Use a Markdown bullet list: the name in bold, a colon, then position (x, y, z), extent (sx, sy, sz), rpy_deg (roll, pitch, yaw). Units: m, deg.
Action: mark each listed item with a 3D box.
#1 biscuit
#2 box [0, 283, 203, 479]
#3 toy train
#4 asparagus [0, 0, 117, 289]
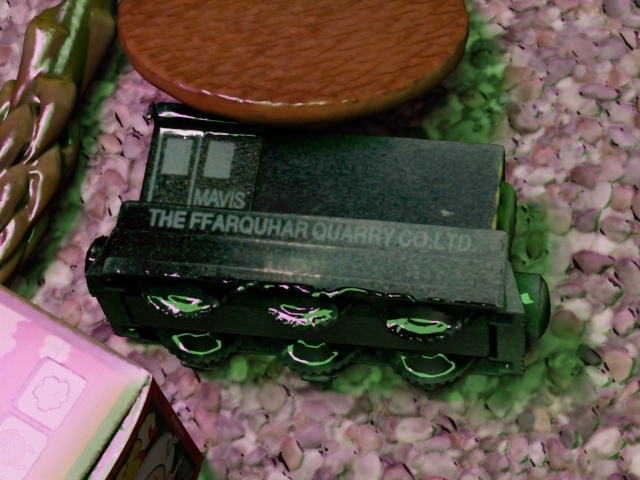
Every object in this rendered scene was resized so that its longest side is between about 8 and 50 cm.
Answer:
- **biscuit**: position (-0.019, -0.156, 1.392), extent (0.262, 0.037, 0.262), rpy_deg (1, 35, 0)
- **box**: position (-0.190, 0.159, 1.260), extent (0.148, 0.195, 0.177), rpy_deg (28, 73, 16)
- **toy train**: position (0.000, 0.000, 1.336), extent (0.330, 0.138, 0.178), rpy_deg (4, 65, 8)
- **asparagus**: position (-0.218, -0.081, 1.426), extent (0.080, 0.080, 0.287), rpy_deg (9, 71, 10)
